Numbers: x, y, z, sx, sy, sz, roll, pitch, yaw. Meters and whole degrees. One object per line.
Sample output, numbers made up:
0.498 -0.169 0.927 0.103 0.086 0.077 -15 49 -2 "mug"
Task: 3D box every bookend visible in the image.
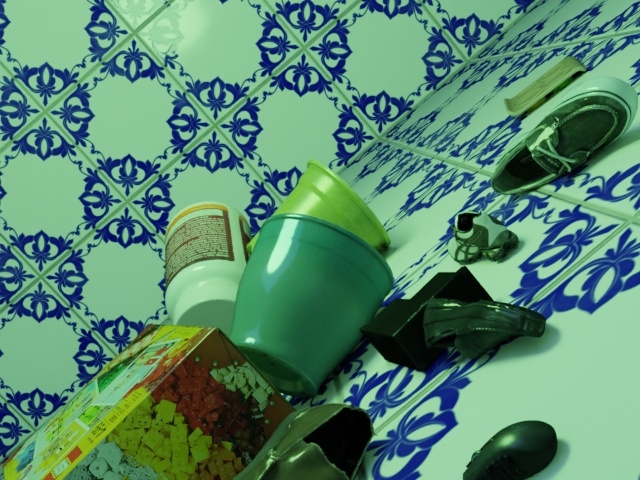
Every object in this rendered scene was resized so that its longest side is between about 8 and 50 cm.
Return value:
0.160 0.117 1.294 0.156 0.072 0.157 -42 9 -14 "bookend"

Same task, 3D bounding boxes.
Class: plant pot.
-0.037 0.133 1.504 0.272 0.272 0.255 -26 33 56 "plant pot"
-0.021 -0.003 1.931 0.254 0.276 0.276 -44 10 -8 "plant pot"

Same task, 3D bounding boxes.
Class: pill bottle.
-0.259 0.095 1.988 0.224 0.224 0.392 -38 32 15 "pill bottle"

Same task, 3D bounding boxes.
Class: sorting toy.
0.562 -0.383 2.088 0.208 0.038 0.193 -33 12 19 "sorting toy"

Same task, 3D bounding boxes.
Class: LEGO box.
-0.296 0.327 1.331 0.372 0.193 0.500 -45 12 -20 "LEGO box"

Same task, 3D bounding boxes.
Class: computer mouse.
0.145 0.245 0.884 0.242 0.041 0.071 -35 12 32 "computer mouse"

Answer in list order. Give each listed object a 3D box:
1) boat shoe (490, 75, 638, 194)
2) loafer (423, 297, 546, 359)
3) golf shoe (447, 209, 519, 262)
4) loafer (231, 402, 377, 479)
0.423 -0.162 1.465 0.119 0.121 0.335 -55 5 -29 "boat shoe"
0.214 0.121 1.113 0.223 0.076 0.078 -6 71 62 "loafer"
0.262 -0.015 1.433 0.077 0.094 0.198 -45 9 -16 "golf shoe"
-0.030 0.305 1.009 0.130 0.134 0.366 -36 11 30 "loafer"
